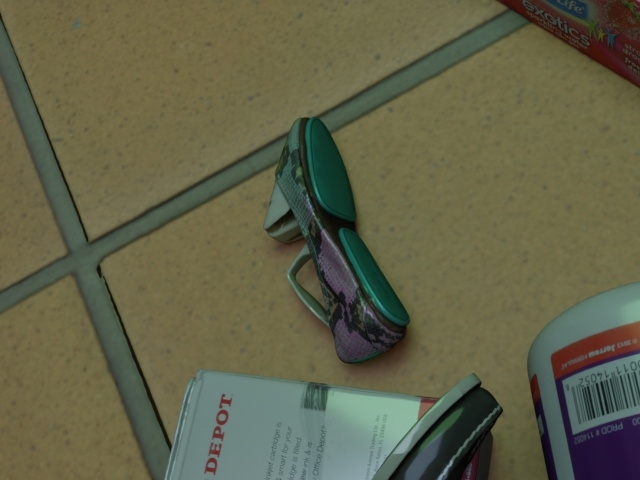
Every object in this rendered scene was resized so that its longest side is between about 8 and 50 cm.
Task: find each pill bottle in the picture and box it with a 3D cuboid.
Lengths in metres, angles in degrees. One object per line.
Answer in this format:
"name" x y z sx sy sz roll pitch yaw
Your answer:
"pill bottle" 0.238 0.192 0.612 0.181 0.181 0.323 -12 64 11

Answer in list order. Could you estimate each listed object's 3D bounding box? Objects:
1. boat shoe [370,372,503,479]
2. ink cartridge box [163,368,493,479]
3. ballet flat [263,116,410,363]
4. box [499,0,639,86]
"boat shoe" 0.047 0.188 0.629 0.069 0.081 0.228 36 88 22
"ink cartridge box" 0.003 0.188 0.734 0.218 0.092 0.158 5 69 16
"ballet flat" 0.000 0.000 0.836 0.079 0.077 0.221 -34 60 22
"box" 0.231 -0.240 0.840 0.128 0.122 0.257 -46 63 -6
